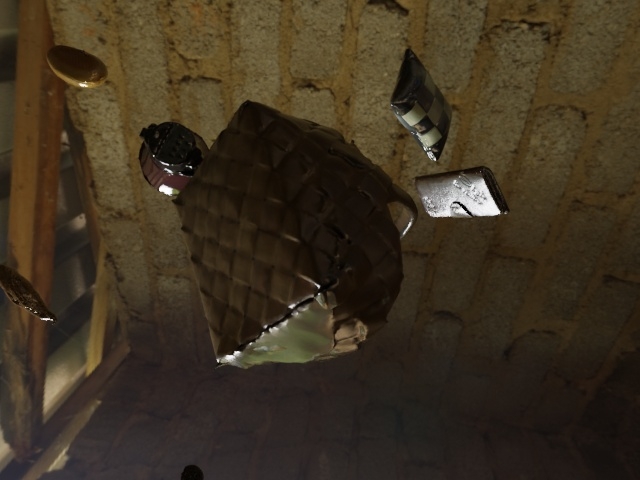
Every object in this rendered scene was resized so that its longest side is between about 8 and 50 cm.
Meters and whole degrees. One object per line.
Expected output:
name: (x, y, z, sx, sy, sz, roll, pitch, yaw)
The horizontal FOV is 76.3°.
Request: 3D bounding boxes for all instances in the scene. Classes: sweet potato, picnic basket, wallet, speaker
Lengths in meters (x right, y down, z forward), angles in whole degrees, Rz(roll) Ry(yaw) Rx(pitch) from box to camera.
sweet potato: (-0.749, 0.138, 1.031, 0.060, 0.206, 0.068, -46, 9, -21)
picnic basket: (0.000, 0.000, 0.592, 0.293, 0.337, 0.337, -39, 23, 35)
wallet: (0.310, -0.104, 0.935, 0.121, 0.031, 0.232, 60, 158, -15)
speaker: (-0.335, -0.179, 1.027, 0.259, 0.198, 0.330, 54, 168, -21)

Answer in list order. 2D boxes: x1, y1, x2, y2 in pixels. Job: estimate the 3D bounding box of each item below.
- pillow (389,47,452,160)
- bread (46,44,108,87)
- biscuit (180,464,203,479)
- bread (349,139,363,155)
pillow: (0.268, -0.353, 1.080, 0.250, 0.106, 0.185, 37, -117, -38)
bread: (-0.670, -0.475, 1.129, 0.114, 0.190, 0.077, -50, -19, -28)
biscuit: (-0.386, 0.710, 1.197, 0.089, 0.087, 0.027, -48, -42, -34)
bread: (0.109, -0.215, 1.450, 0.274, 0.149, 0.274, 58, 171, 15)
